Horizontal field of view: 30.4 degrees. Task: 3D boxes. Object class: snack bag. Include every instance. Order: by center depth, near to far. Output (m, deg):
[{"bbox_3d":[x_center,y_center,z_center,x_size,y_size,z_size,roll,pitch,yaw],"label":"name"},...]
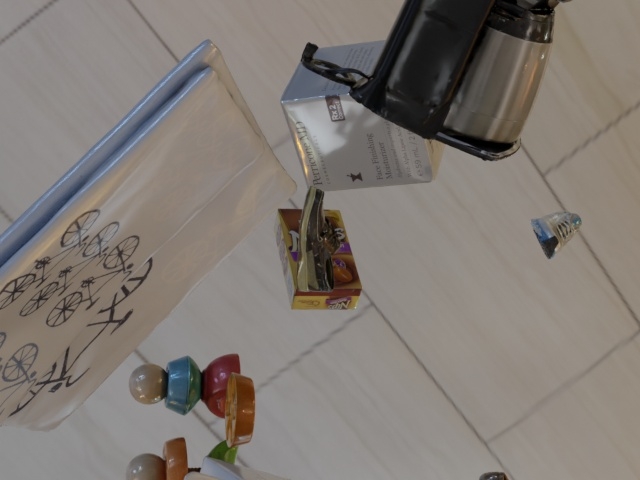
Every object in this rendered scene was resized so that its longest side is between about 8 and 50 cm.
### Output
[{"bbox_3d":[-0.153,0.031,0.867,0.037,0.342,0.323,43,86,14],"label":"snack bag"}]

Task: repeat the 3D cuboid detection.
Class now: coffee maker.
[{"bbox_3d":[0.095,-0.168,0.822,0.171,0.120,0.178,15,116,-13],"label":"coffee maker"}]

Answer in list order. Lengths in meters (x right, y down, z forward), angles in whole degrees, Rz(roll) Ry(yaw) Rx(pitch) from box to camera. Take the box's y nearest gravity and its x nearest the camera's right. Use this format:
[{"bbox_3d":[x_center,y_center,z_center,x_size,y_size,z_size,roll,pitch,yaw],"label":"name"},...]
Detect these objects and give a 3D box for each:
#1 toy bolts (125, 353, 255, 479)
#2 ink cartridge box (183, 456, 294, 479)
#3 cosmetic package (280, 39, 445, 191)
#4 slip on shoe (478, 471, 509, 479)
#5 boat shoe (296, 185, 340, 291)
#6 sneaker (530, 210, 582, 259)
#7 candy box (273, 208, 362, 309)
[{"bbox_3d":[-0.189,0.239,1.647,0.158,0.229,0.218,3,130,-12],"label":"toy bolts"},{"bbox_3d":[-0.070,0.400,1.466,0.353,0.119,0.207,23,86,-31],"label":"ink cartridge box"},{"bbox_3d":[0.065,-0.172,1.601,0.183,0.151,0.151,-5,124,20],"label":"cosmetic package"},{"bbox_3d":[0.289,0.406,1.786,0.041,0.051,0.135,-25,101,29],"label":"slip on shoe"},{"bbox_3d":[0.000,0.000,1.385,0.049,0.056,0.152,8,135,5],"label":"boat shoe"},{"bbox_3d":[0.408,-0.021,2.019,0.082,0.191,0.071,-23,96,11],"label":"sneaker"},{"bbox_3d":[-0.007,0.028,1.885,0.109,0.187,0.053,0,132,-15],"label":"candy box"}]
